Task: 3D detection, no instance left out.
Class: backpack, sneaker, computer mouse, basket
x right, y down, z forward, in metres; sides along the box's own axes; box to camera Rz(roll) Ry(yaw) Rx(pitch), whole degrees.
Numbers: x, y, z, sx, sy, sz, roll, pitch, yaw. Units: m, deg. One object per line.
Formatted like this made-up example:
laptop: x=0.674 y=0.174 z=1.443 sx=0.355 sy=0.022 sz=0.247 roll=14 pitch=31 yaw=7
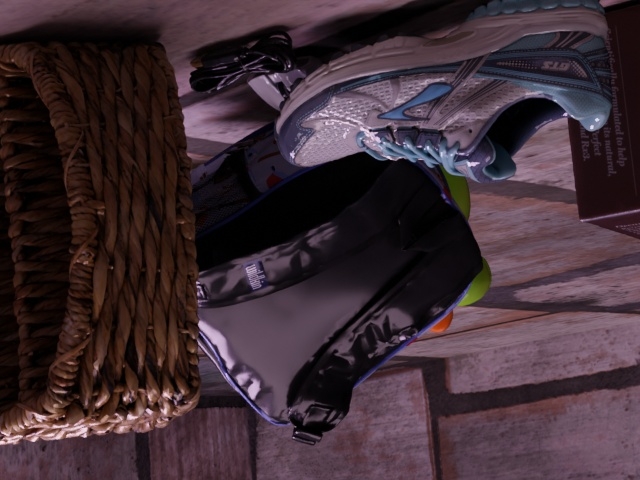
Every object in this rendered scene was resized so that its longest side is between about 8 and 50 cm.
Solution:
backpack: x=0.002 y=0.007 z=1.451 sx=0.263 sy=0.213 sz=0.276 roll=-29 pitch=127 yaw=13
sneaker: x=0.091 y=-0.098 z=1.225 sx=0.283 sy=0.122 sz=0.110 roll=-20 pitch=163 yaw=26
computer mouse: x=-0.019 y=-0.126 z=1.322 sx=0.106 sy=0.042 sz=0.193 roll=-13 pitch=167 yaw=32
basket: x=-0.222 y=0.002 z=1.212 sx=0.223 sy=0.299 sz=0.213 roll=-1 pitch=168 yaw=-20

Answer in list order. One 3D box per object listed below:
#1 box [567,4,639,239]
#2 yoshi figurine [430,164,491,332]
box: x=0.316 y=-0.096 z=1.297 sx=0.167 sy=0.168 sz=0.203 roll=-11 pitch=168 yaw=32
yoshi figurine: x=0.005 y=-0.026 z=1.669 sx=0.362 sy=0.203 sz=0.203 roll=8 pitch=130 yaw=6
